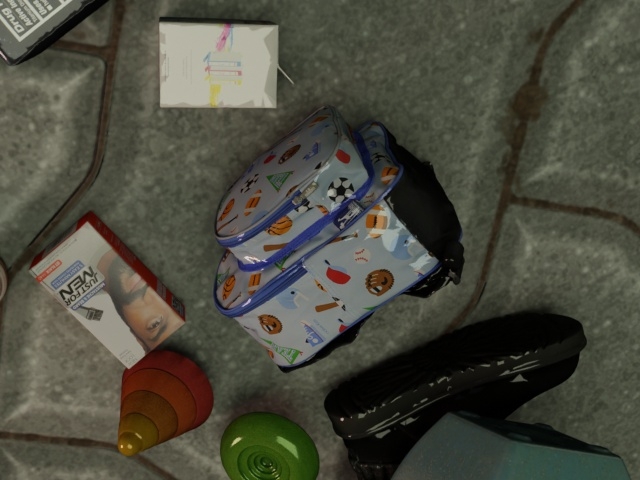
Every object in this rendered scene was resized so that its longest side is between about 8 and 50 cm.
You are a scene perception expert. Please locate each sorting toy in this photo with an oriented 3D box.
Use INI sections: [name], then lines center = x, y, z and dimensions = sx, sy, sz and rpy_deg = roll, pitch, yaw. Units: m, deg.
[sorting toy]
center = -0.098, 0.274, 1.074
dimensions = 0.366, 0.126, 0.127
rpy_deg = 31, 119, 1

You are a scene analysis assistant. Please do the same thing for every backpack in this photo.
[backpack]
center = 0.000, 0.000, 0.993
dimensions = 0.213, 0.276, 0.263
rpy_deg = 40, 105, -13

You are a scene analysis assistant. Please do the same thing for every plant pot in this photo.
[plant pot]
center = 0.206, 0.328, 0.995
dimensions = 0.248, 0.247, 0.252
rpy_deg = 13, 89, -21

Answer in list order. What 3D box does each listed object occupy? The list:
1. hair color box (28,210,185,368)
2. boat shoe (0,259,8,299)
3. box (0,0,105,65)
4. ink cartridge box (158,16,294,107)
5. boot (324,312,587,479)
[hair color box]
center = -0.248, 0.059, 1.075
dimensions = 0.093, 0.053, 0.167
rpy_deg = -40, 110, 5
[boat shoe]
center = -0.499, 0.059, 1.015
dimensions = 0.277, 0.096, 0.098
rpy_deg = -6, 109, -6
[box]
center = -0.266, -0.376, 0.863
dimensions = 0.294, 0.182, 0.296
rpy_deg = -37, 107, 3
[ink cartridge box]
center = -0.103, -0.194, 0.994
dimensions = 0.143, 0.092, 0.089
rpy_deg = -1, 107, -9
[boot]
center = 0.196, 0.256, 1.162
dimensions = 0.348, 0.131, 0.260
rpy_deg = -21, 106, 5
